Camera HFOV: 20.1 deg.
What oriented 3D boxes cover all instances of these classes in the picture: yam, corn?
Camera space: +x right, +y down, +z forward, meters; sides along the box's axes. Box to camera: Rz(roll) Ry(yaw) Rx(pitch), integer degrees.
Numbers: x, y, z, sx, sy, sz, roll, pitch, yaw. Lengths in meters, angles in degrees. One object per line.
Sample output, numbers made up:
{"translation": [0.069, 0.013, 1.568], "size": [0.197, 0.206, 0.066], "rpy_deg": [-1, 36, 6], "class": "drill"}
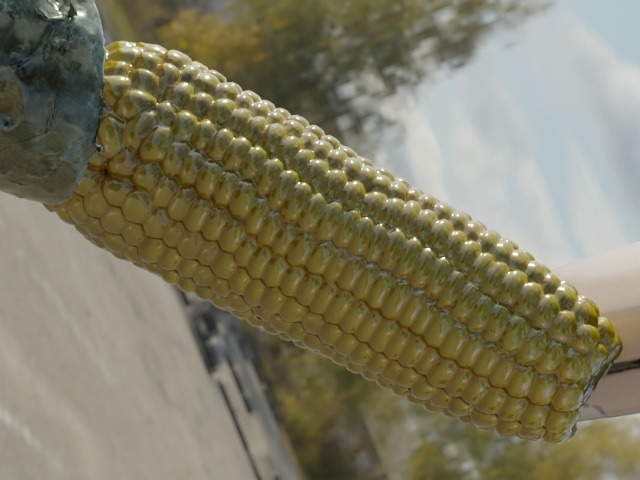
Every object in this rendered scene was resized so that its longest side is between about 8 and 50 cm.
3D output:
{"translation": [-0.165, -0.085, 0.693], "size": [0.183, 0.107, 0.107], "rpy_deg": [24, 26, -34], "class": "yam"}
{"translation": [0.000, 0.000, 0.869], "size": [0.305, 0.106, 0.106], "rpy_deg": [26, -6, 3], "class": "corn"}

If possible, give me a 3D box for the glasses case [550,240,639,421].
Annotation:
{"translation": [0.197, 0.036, 0.921], "size": [0.113, 0.297, 0.075], "rpy_deg": [-38, 108, -52], "class": "glasses case"}
